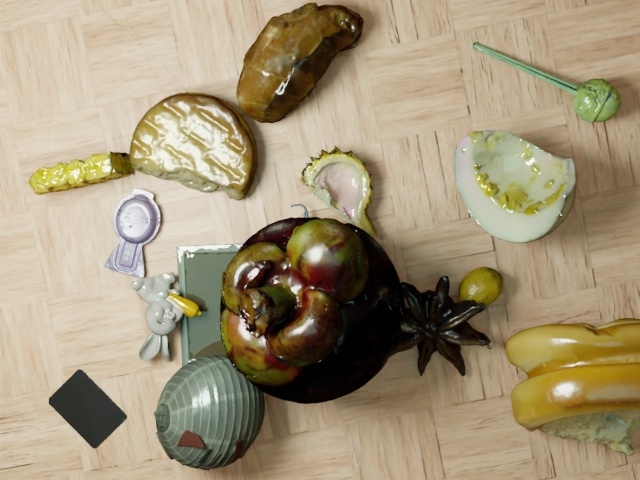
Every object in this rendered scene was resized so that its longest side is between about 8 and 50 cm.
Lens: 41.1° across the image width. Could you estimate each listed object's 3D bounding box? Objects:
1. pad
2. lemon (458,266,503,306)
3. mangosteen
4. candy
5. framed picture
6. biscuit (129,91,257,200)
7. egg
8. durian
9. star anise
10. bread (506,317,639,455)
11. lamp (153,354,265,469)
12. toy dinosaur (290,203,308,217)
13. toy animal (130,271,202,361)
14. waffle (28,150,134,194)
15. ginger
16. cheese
[{"bbox_3d":[-0.526,0.380,1.927,0.112,0.003,0.157,-44,91,4],"label":"pad"},{"bbox_3d":[0.341,0.104,1.835,0.110,0.082,0.082,-36,91,4],"label":"lemon"},{"bbox_3d":[-0.029,0.116,1.684,0.380,0.421,0.381,-11,55,16],"label":"mangosteen"},{"bbox_3d":[0.476,-0.348,1.814,0.335,0.092,0.093,28,107,8],"label":"candy"},{"bbox_3d":[-0.207,0.144,1.893,0.216,0.016,0.274,-1,93,3],"label":"framed picture"},{"bbox_3d":[-0.259,-0.208,1.839,0.274,0.091,0.213,22,97,3],"label":"biscuit"},{"bbox_3d":[0.421,-0.117,1.782,0.271,0.161,0.207,34,131,32],"label":"egg"},{"bbox_3d":[0.053,-0.101,1.843,0.140,0.078,0.224,-35,102,-8],"label":"durian"},{"bbox_3d":[0.241,0.176,1.844,0.271,0.102,0.272,7,121,12],"label":"star anise"},{"bbox_3d":[0.609,0.295,1.784,0.423,0.329,0.245,-5,52,3],"label":"bread"},{"bbox_3d":[-0.238,0.363,1.796,0.233,0.265,0.233,15,56,-25],"label":"lamp"},{"bbox_3d":[0.000,0.000,1.861,0.080,0.045,0.197,-28,101,12],"label":"toy dinosaur"},{"bbox_3d":[-0.340,0.168,1.869,0.131,0.127,0.182,-10,78,-33],"label":"toy animal"},{"bbox_3d":[-0.520,-0.141,1.819,0.210,0.160,0.055,-12,93,2],"label":"waffle"},{"bbox_3d":[-0.052,-0.385,1.785,0.321,0.172,0.165,-41,53,5],"label":"ginger"},{"bbox_3d":[-0.412,-0.019,1.880,0.105,0.042,0.191,17,95,3],"label":"cheese"}]
